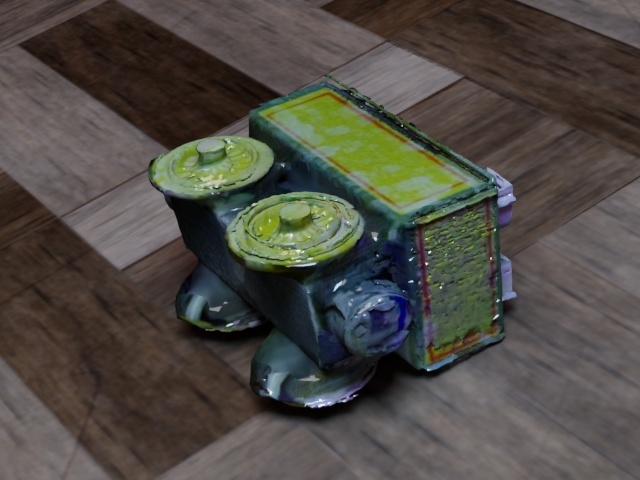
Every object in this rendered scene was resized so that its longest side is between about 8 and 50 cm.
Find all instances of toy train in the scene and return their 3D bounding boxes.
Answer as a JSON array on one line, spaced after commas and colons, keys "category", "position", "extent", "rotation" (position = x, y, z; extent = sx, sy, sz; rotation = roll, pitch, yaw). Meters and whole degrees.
[{"category": "toy train", "position": [0.000, 0.000, 1.007], "extent": [0.177, 0.134, 0.261], "rotation": [-22, 34, -24]}]
